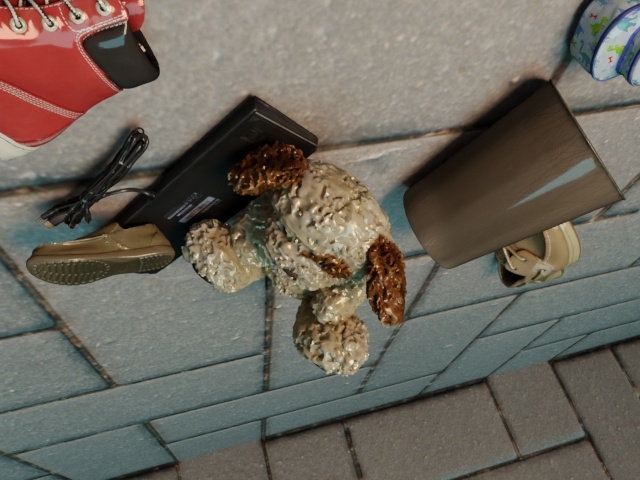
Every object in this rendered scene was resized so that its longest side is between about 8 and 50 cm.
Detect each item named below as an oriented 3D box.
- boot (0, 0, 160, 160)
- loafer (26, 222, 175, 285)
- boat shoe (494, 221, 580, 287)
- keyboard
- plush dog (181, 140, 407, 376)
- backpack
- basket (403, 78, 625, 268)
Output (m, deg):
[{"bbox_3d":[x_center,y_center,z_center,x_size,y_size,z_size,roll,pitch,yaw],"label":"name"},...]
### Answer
[{"bbox_3d":[-0.217,-0.156,0.306,0.176,0.088,0.244,-24,158,10],"label":"boot"},{"bbox_3d":[-0.236,0.012,0.540,0.148,0.050,0.056,-4,149,-37],"label":"loafer"},{"bbox_3d":[0.370,0.017,0.883,0.110,0.122,0.341,-24,151,9],"label":"boat shoe"},{"bbox_3d":[-0.172,-0.053,0.558,0.317,0.033,0.201,-34,153,25],"label":"keyboard"},{"bbox_3d":[0.000,0.000,0.557,0.210,0.262,0.225,-51,180,-23],"label":"plush dog"},{"bbox_3d":[0.328,-0.213,0.508,0.114,0.084,0.105,-15,148,1],"label":"backpack"},{"bbox_3d":[0.237,-0.067,0.647,0.227,0.154,0.204,-32,146,30],"label":"basket"}]
